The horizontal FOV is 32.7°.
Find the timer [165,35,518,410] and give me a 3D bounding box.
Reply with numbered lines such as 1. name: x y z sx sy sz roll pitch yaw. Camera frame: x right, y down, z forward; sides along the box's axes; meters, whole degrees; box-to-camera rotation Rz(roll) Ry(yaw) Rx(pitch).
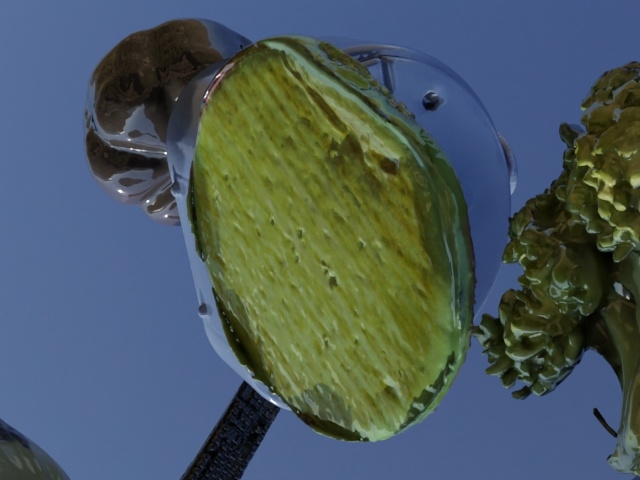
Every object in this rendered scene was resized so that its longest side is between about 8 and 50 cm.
1. timer: 0.037 -0.036 1.172 0.395 0.395 0.173 -59 -149 -4

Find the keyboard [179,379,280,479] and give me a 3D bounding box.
1. keyboard: -0.119 0.272 1.353 0.023 0.072 0.231 -4 -131 57

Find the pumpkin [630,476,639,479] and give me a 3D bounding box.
1. pumpkin: 0.394 0.364 1.078 0.207 0.300 0.300 -8 -124 -3

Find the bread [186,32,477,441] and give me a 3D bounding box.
1. bread: 0.000 0.005 0.777 0.301 0.045 0.301 22 -61 46

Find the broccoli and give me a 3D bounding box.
1. broccoli: 0.282 0.040 0.764 0.293 0.348 0.281 22 -115 3

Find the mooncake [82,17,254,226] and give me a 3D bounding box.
1. mooncake: -0.147 -0.128 1.222 0.245 0.245 0.133 -37 -136 16

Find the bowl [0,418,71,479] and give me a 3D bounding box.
1. bowl: -0.210 0.230 0.624 0.157 0.337 0.337 -14 -121 29
